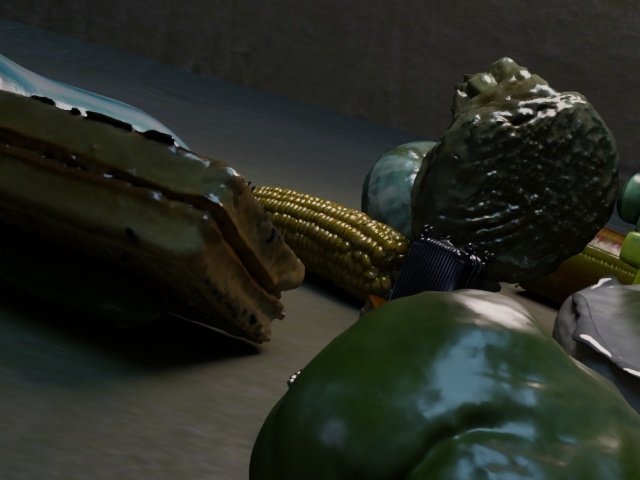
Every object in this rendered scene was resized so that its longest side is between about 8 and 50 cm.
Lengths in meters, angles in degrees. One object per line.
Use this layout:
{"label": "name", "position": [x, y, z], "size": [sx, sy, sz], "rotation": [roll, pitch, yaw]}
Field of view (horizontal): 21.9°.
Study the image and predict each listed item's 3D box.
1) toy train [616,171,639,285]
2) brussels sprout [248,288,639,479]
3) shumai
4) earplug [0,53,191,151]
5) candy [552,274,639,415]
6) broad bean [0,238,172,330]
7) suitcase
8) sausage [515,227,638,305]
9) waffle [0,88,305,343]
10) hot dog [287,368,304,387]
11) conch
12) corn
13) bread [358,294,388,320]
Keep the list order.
{"label": "toy train", "position": [0.511, 0.074, 1.825], "size": [0.442, 0.272, 0.179], "rotation": [22, 0, 31]}
{"label": "brussels sprout", "position": [0.095, 0.158, 0.971], "size": [0.273, 0.243, 0.316], "rotation": [25, 10, 13]}
{"label": "shumai", "position": [0.206, -0.071, 1.949], "size": [0.225, 0.261, 0.222], "rotation": [47, -8, -22]}
{"label": "earplug", "position": [-0.286, -0.110, 1.954], "size": [0.324, 0.185, 0.185], "rotation": [12, 11, -36]}
{"label": "candy", "position": [0.396, 0.155, 1.502], "size": [0.386, 0.186, 0.427], "rotation": [8, 13, 11]}
{"label": "broad bean", "position": [-0.284, 0.027, 1.558], "size": [0.318, 0.056, 0.098], "rotation": [18, 0, 9]}
{"label": "suitcase", "position": [0.126, 0.055, 1.795], "size": [0.086, 0.126, 0.059], "rotation": [24, -1, 38]}
{"label": "sausage", "position": [0.410, 0.057, 2.134], "size": [0.317, 0.125, 0.117], "rotation": [22, 54, 32]}
{"label": "waffle", "position": [-0.216, -0.034, 1.602], "size": [0.376, 0.114, 0.261], "rotation": [19, -14, 23]}
{"label": "hot dog", "position": [0.073, 0.164, 1.335], "size": [0.144, 0.075, 0.268], "rotation": [8, 16, -43]}
{"label": "conch", "position": [0.148, -0.024, 2.113], "size": [0.220, 0.195, 0.277], "rotation": [46, -14, -2]}
{"label": "corn", "position": [0.000, 0.000, 1.978], "size": [0.101, 0.101, 0.291], "rotation": [3, 14, -46]}
{"label": "bread", "position": [0.072, 0.092, 1.747], "size": [0.109, 0.043, 0.062], "rotation": [25, 13, 34]}
